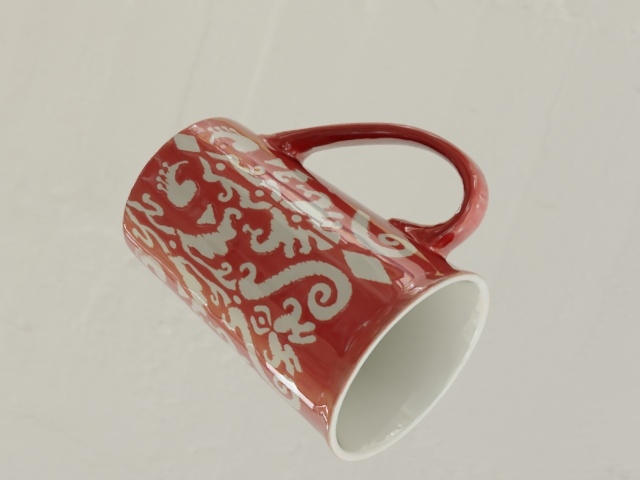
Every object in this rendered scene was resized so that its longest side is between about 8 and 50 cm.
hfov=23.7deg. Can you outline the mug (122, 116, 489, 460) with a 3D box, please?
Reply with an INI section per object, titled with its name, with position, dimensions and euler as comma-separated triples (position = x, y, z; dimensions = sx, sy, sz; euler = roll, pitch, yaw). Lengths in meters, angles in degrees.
[mug]
position = -0.001, 0.007, 0.790
dimensions = 0.169, 0.113, 0.150
euler = 37, -116, 28
